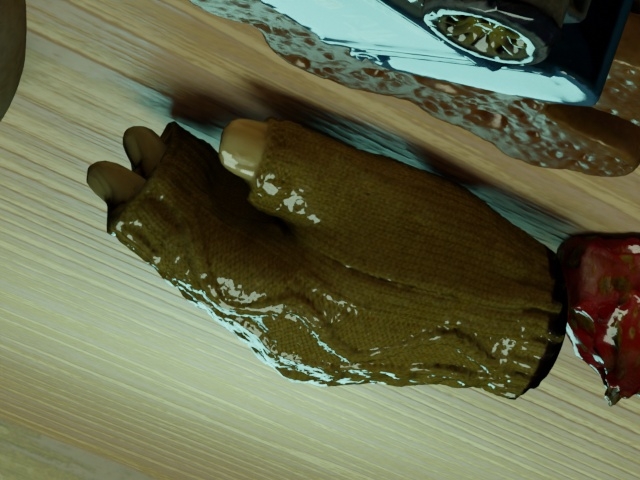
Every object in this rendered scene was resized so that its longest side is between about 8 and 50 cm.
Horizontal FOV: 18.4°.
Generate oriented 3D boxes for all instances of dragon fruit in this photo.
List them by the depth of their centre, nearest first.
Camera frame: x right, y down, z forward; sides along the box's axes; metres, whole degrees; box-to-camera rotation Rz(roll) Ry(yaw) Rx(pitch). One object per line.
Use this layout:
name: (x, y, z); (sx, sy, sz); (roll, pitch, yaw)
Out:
dragon fruit: (0.224, 0.072, 1.433); (0.153, 0.111, 0.153); (20, 163, 6)

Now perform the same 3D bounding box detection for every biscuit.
biscuit: (0.062, -0.122, 1.093); (0.334, 0.047, 0.202); (20, 163, -15)

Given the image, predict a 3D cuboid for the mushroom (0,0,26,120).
mushroom: (-0.284, -0.138, 1.188); (0.226, 0.178, 0.226); (5, 121, 8)

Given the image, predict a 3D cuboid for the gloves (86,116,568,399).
gloves: (0.002, 0.016, 1.398); (0.356, 0.155, 0.203); (24, 155, -3)

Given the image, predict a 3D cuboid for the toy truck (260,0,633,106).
toy truck: (-0.003, -0.180, 0.808); (0.367, 0.146, 0.175); (30, 164, -34)
